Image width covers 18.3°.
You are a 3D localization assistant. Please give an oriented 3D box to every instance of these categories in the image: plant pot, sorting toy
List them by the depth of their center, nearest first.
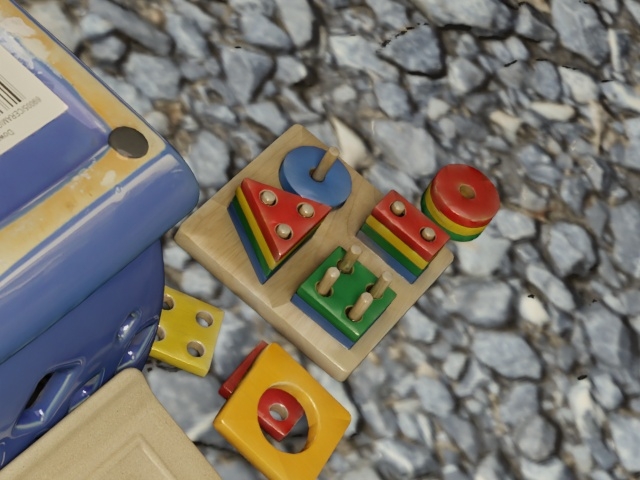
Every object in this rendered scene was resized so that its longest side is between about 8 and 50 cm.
[{"bbox_3d":[-0.209,0.001,0.951,0.236,0.212,0.236,42,47,8],"label":"plant pot"},{"bbox_3d":[-0.096,0.186,0.971,0.196,0.047,0.347,54,49,-4],"label":"sorting toy"},{"bbox_3d":[0.000,0.000,1.179,0.132,0.046,0.274,41,47,6],"label":"sorting toy"}]
